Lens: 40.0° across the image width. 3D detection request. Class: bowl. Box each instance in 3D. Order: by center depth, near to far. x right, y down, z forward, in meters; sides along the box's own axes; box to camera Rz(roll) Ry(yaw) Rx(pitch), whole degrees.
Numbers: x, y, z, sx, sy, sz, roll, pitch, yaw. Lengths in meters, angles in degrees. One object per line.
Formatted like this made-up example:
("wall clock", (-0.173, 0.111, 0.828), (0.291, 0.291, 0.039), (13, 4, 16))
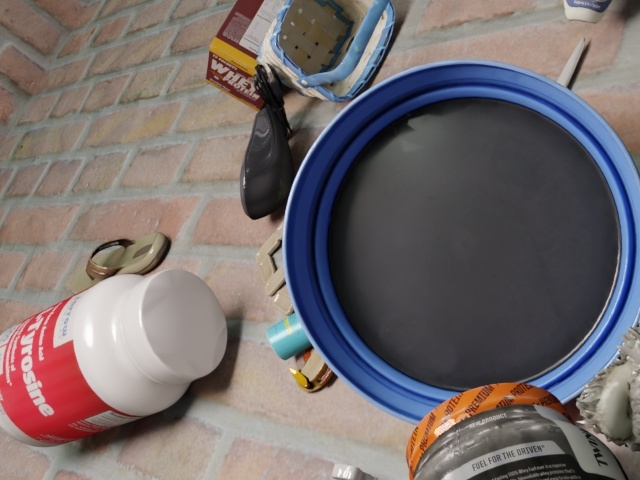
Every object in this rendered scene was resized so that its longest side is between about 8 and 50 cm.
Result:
("bowl", (0.153, 0.005, 0.951), (0.390, 0.077, 0.392), (0, 91, 20))

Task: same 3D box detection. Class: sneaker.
("sneaker", (0.368, -0.404, 1.234), (0.296, 0.111, 0.131), (-64, -15, -52))

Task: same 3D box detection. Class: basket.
("basket", (0.033, -0.372, 1.511), (0.255, 0.201, 0.289), (-61, 19, -12))

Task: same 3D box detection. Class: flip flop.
("flip flop", (-0.423, 0.040, 1.799), (0.277, 0.080, 0.112), (-22, 44, 38))

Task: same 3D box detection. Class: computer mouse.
("computer mouse", (-0.080, -0.158, 1.531), (0.072, 0.188, 0.272), (0, 57, 12))

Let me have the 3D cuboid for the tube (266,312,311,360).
("tube", (0.021, 0.098, 1.248), (0.207, 0.052, 0.080), (-33, 43, 11))

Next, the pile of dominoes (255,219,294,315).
("pile of dominoes", (0.000, 0.000, 1.392), (0.251, 0.040, 0.196), (-49, 33, 20))

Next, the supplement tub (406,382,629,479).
("supplement tub", (0.187, 0.295, 0.721), (0.207, 0.207, 0.338), (-39, 36, 20))

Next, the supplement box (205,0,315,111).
("supplement box", (-0.119, -0.390, 1.720), (0.194, 0.129, 0.191), (-62, 4, -14))

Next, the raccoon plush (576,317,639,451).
("raccoon plush", (0.381, 0.029, 0.822), (0.299, 0.216, 0.446), (-49, 6, 28))

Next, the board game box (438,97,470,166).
("board game box", (0.190, -0.083, 1.083), (0.060, 0.194, 0.194), (24, 100, 45))

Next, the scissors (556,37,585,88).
("scissors", (0.285, -0.146, 1.176), (0.109, 0.021, 0.297), (-12, 52, 47))

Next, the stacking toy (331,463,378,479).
("stacking toy", (0.074, 0.342, 0.960), (0.221, 0.052, 0.167), (-5, 57, 46))

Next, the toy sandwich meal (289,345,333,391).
("toy sandwich meal", (-0.010, 0.173, 1.227), (0.085, 0.029, 0.086), (-31, 39, 29))

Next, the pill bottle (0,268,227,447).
("pill bottle", (-0.353, 0.190, 1.444), (0.407, 0.229, 0.229), (-24, 43, 35))
